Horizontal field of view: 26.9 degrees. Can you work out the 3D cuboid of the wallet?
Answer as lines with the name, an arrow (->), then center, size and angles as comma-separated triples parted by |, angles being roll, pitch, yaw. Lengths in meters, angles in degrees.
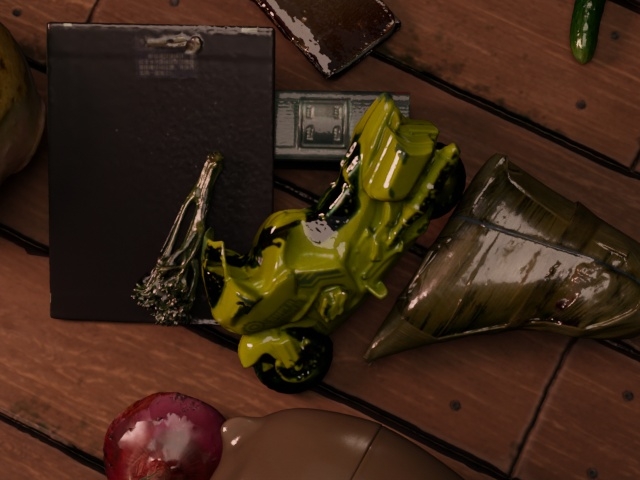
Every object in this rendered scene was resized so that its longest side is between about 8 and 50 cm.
wallet -> -0.021, -0.304, 1.595 | 0.122, 0.031, 0.232 | -38, 81, -10

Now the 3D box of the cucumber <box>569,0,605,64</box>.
cucumber -> 0.317, -0.281, 1.572 | 0.037, 0.037, 0.155 | 14, 78, 5

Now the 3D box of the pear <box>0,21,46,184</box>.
pear -> -0.445, -0.144, 1.466 | 0.271, 0.271, 0.271 | -1, 78, 2

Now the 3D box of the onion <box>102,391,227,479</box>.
onion -> -0.171, 0.238, 1.427 | 0.150, 0.140, 0.150 | 0, 90, 14

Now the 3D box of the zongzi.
zongzi -> 0.215, 0.080, 1.454 | 0.251, 0.125, 0.274 | 33, 83, 16

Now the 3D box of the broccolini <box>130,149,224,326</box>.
broccolini -> -0.151, -0.003, 1.470 | 0.074, 0.058, 0.201 | 16, 102, -7

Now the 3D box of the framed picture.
framed picture -> -0.179, -0.071, 1.496 | 0.255, 0.014, 0.338 | 1, 100, 3

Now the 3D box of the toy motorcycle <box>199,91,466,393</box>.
toy motorcycle -> -0.001, -0.001, 1.437 | 0.206, 0.142, 0.342 | 31, 102, -33

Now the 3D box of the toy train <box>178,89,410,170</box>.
toy train -> -0.099, -0.129, 1.532 | 0.409, 0.089, 0.086 | 2, 83, 2

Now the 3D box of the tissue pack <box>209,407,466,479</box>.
tissue pack -> -0.027, 0.358, 1.329 | 0.277, 0.267, 0.387 | 28, 82, 11
